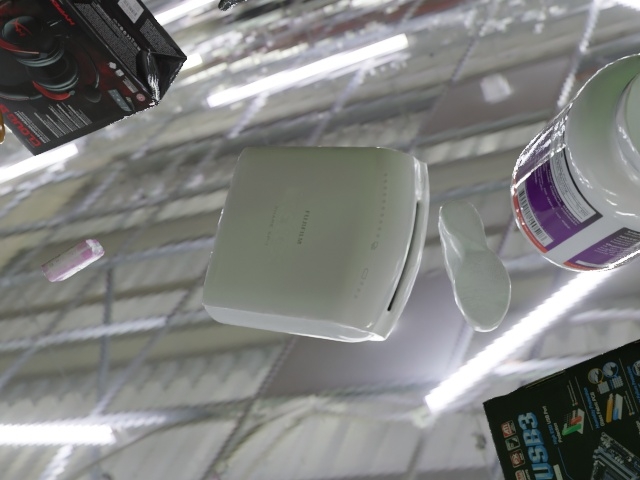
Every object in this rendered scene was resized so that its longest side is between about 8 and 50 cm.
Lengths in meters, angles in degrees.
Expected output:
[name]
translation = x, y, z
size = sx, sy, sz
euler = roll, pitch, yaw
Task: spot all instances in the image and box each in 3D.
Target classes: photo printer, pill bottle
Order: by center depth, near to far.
[pill bottle]
translation = 0.319, -0.079, 1.233
size = 0.181, 0.182, 0.323
euler = -26, 172, -11
[photo printer]
translation = 0.000, 0.000, 1.560
size = 0.307, 0.107, 0.256
euler = 5, -104, 42

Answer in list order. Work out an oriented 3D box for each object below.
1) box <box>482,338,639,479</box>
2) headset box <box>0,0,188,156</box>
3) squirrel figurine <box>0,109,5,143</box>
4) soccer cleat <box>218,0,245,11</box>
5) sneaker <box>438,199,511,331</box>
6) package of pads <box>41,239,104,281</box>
[box]
translation = 0.347, 0.257, 1.256
size = 0.293, 0.073, 0.296
euler = -28, -123, 23
[headset box]
translation = -0.361, -0.249, 1.602
size = 0.293, 0.218, 0.110
euler = -15, -144, 37
[squirrel figurine]
translation = -0.528, -0.191, 1.267
size = 0.281, 0.397, 0.370
euler = -6, -162, -2
[soccer cleat]
translation = -0.058, -0.343, 1.184
size = 0.143, 0.116, 0.331
euler = -40, -152, 24
[sneaker]
translation = 0.213, 0.050, 1.695
size = 0.080, 0.094, 0.212
euler = -3, -127, -9
[package of pads]
translation = -0.364, 0.029, 1.756
size = 0.083, 0.032, 0.050
euler = -30, 174, 9
